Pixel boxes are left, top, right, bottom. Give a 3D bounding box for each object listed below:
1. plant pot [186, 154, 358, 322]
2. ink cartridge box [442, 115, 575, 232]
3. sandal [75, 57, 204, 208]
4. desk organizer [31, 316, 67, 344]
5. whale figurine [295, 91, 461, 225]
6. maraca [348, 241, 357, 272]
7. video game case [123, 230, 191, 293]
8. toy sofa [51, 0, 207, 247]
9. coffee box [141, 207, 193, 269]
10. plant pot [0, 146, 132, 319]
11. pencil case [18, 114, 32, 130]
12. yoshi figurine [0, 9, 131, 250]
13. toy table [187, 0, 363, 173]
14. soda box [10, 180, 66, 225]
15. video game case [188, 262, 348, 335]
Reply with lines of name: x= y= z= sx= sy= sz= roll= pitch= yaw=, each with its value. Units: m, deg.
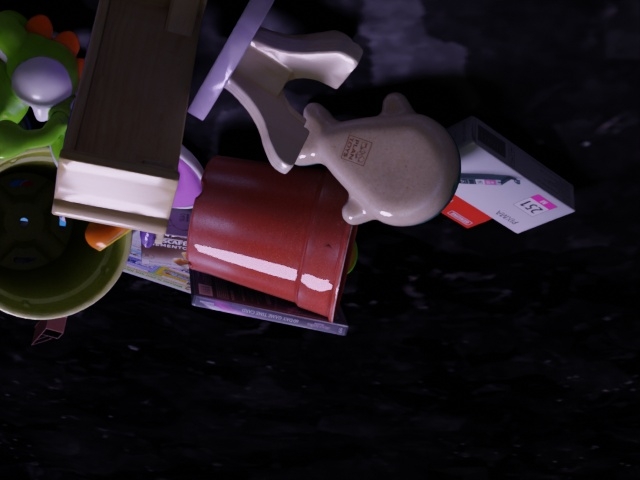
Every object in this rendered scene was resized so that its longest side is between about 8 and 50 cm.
plant pot: x=-0.075 y=-0.022 z=1.834 sx=0.265 sy=0.272 sz=0.272 roll=13 pitch=151 yaw=4
ink cartridge box: x=0.256 y=-0.088 z=1.835 sx=0.275 sy=0.060 sz=0.239 roll=28 pitch=143 yaw=-35
sandal: x=-0.342 y=-0.143 z=1.790 sx=0.169 sy=0.102 sz=0.416 roll=-11 pitch=145 yaw=28
desk organizer: x=-0.640 y=0.211 z=2.543 sx=0.047 sy=0.050 sz=0.130 roll=19 pitch=149 yaw=-23
whale figurine: x=0.090 y=-0.126 z=1.685 sx=0.272 sy=0.216 sz=0.141 roll=20 pitch=-177 yaw=21
maraca: x=0.000 y=0.000 z=2.006 sx=0.127 sy=0.099 sz=0.185 roll=-12 pitch=124 yaw=11
video game case: x=-0.312 y=0.039 z=2.202 sx=0.212 sy=0.023 sz=0.193 roll=20 pitch=148 yaw=-26
toy sofa: x=-0.254 y=-0.179 z=1.448 sx=0.150 sy=0.362 sz=0.177 roll=11 pitch=145 yaw=-11
coffee box: x=-0.207 y=-0.009 z=2.017 sx=0.247 sy=0.098 sz=0.141 roll=9 pitch=151 yaw=-6
plant pot: x=-0.478 y=-0.024 z=1.795 sx=0.276 sy=0.276 sz=0.254 roll=20 pitch=178 yaw=-24
pencil case: x=-0.617 y=-0.155 z=1.800 sx=0.306 sy=0.119 sz=0.133 roll=-20 pitch=168 yaw=38
yoshi figurine: x=-0.396 y=-0.155 z=1.577 sx=0.362 sy=0.203 sz=0.203 roll=55 pitch=155 yaw=-10
toy table: x=-0.064 y=-0.227 z=1.475 sx=0.161 sy=0.252 sz=0.274 roll=30 pitch=158 yaw=-10
soda box: x=-0.496 y=-0.074 z=1.983 sx=0.210 sy=0.067 sz=0.071 roll=8 pitch=152 yaw=-3
video game case: x=-0.097 y=0.095 z=1.921 sx=0.274 sy=0.196 sz=0.026 roll=13 pitch=107 yaw=-13
